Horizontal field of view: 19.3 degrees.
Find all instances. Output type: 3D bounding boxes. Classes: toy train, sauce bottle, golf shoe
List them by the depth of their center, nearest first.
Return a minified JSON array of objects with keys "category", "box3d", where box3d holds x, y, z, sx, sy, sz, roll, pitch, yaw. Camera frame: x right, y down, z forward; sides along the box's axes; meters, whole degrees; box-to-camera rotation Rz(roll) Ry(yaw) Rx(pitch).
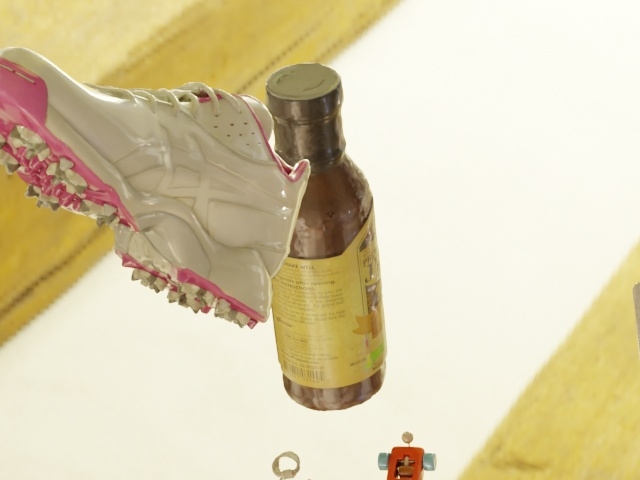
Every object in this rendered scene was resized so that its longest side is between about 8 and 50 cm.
[{"category":"golf shoe","box3d":[-0.110,-0.059,1.211,0.115,0.306,0.140,21,-104,36]},{"category":"sauce bottle","box3d":[0.000,0.000,1.768,0.111,0.344,0.111,-4,-145,3]},{"category":"toy train","box3d":[0.034,0.255,1.869,0.166,0.046,0.125,-4,-128,13]}]

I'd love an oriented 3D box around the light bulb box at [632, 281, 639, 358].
[{"category":"light bulb box","box3d":[0.404,0.202,1.195,0.361,0.225,0.358,34,-138,-36]}]
